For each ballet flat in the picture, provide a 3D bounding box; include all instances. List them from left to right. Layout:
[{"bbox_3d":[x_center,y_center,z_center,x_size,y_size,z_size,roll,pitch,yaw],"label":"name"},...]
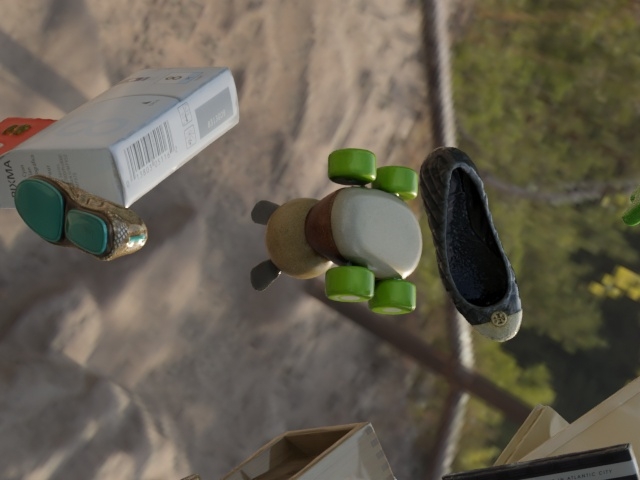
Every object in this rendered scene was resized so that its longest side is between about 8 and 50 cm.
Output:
[{"bbox_3d":[-0.256,-0.023,1.584,0.067,0.206,0.073,-2,110,-40],"label":"ballet flat"},{"bbox_3d":[0.117,0.008,1.150,0.058,0.049,0.173,-22,110,1],"label":"ballet flat"}]

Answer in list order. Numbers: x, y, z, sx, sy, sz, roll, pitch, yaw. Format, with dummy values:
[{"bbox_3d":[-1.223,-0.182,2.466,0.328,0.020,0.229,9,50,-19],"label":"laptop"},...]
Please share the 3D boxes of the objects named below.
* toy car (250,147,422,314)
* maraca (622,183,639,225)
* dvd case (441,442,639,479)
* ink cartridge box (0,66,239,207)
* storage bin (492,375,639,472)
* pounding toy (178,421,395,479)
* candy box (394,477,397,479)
[{"bbox_3d":[0.000,0.000,1.582,0.149,0.188,0.155,19,68,-50],"label":"toy car"},{"bbox_3d":[0.257,-0.060,0.952,0.127,0.099,0.186,-45,-177,-16],"label":"maraca"},{"bbox_3d":[0.207,0.283,1.211,0.018,0.165,0.221,-38,111,-64],"label":"dvd case"},{"bbox_3d":[-0.344,-0.141,1.917,0.308,0.385,0.091,-46,134,-54],"label":"ink cartridge box"},{"bbox_3d":[0.332,0.193,1.559,0.262,0.123,0.260,-43,177,31],"label":"storage bin"},{"bbox_3d":[-0.059,0.268,1.435,0.181,0.206,0.094,-32,102,-44],"label":"pounding toy"},{"bbox_3d":[-0.037,0.337,1.654,0.233,0.071,0.159,-35,-173,40],"label":"candy box"}]
